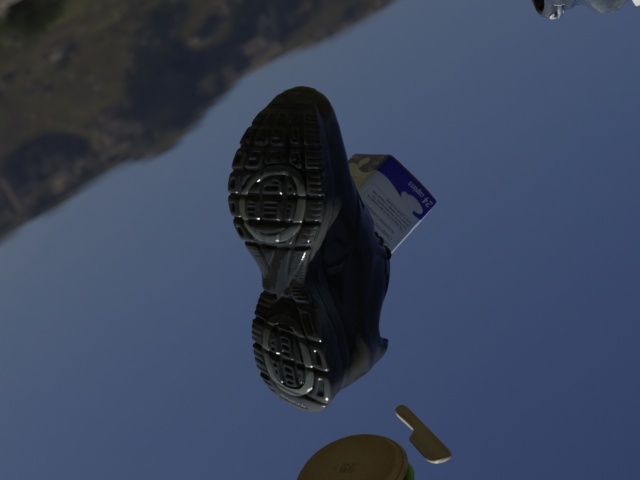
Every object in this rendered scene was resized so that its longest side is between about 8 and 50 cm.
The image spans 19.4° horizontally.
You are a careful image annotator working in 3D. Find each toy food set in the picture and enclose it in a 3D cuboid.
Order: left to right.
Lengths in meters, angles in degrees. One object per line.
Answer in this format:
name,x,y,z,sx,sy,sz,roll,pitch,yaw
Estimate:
toy food set,0.035,0.252,1.935,0.192,0.038,0.132,-27,-149,-9

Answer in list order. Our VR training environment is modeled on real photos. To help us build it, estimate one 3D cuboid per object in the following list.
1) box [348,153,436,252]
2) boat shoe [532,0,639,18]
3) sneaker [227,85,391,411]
box,0.031,-0.016,1.877,0.137,0.072,0.126,-48,-167,-8
boat shoe,0.146,-0.234,1.301,0.113,0.127,0.340,-17,168,18
sneaker,0.000,0.000,1.638,0.109,0.286,0.130,15,-154,38
